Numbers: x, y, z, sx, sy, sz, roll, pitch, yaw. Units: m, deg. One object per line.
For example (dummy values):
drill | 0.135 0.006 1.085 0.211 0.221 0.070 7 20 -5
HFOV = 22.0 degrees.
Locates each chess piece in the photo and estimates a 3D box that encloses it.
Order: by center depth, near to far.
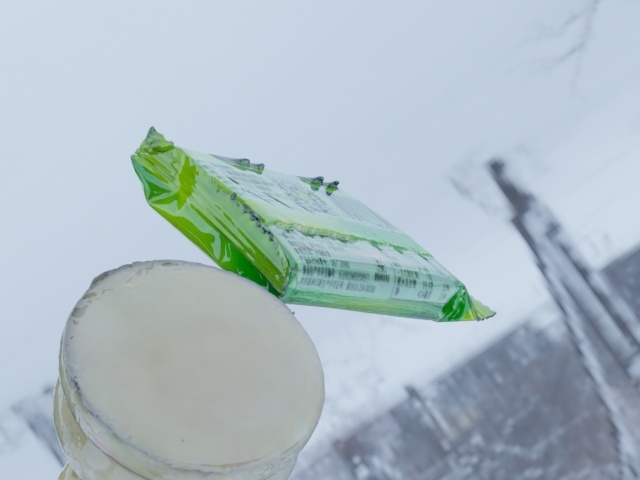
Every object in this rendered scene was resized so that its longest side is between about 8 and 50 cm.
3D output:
chess piece | -0.063 0.094 0.621 0.094 0.094 0.170 -29 153 -37

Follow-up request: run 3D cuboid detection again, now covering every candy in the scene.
candy | -0.001 0.001 0.718 0.032 0.102 0.178 -56 150 14
